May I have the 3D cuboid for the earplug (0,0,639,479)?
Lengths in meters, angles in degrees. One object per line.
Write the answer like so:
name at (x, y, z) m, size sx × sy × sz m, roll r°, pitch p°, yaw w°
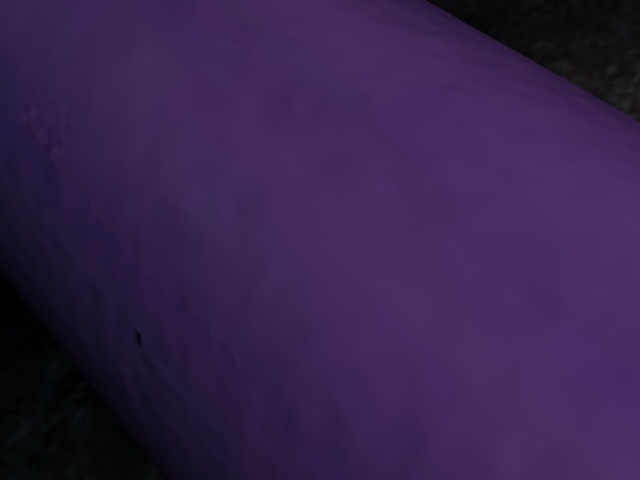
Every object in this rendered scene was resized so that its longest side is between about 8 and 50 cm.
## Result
earplug at (0.000, 0.000, 0.549) m, size 0.215 × 0.215 × 0.456 m, roll -39°, pitch 54°, yaw -14°
